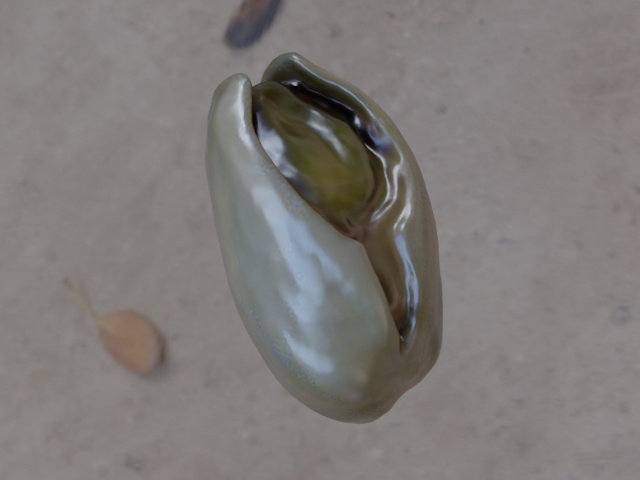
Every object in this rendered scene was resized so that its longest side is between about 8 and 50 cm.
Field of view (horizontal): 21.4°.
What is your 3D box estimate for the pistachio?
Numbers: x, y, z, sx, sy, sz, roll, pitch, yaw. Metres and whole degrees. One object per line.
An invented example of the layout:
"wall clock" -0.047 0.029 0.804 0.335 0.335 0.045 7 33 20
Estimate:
"pistachio" 0.000 0.000 1.069 0.153 0.137 0.238 -6 103 47
